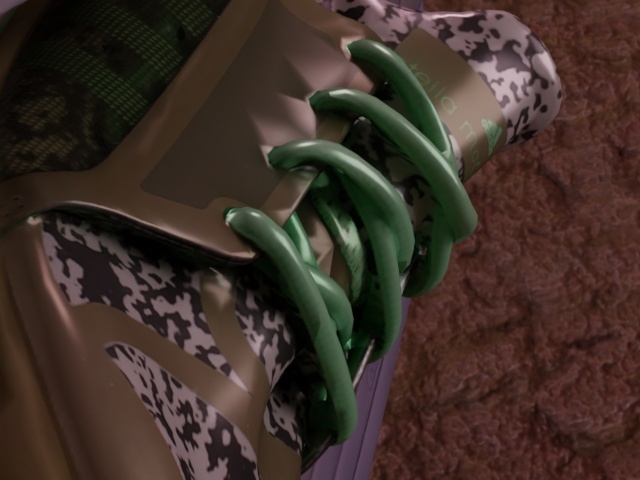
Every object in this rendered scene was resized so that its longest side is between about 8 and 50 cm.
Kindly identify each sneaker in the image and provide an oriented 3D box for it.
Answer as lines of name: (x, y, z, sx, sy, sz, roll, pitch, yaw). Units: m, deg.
sneaker: (-0.016, -0.021, 0.487, 0.410, 0.182, 0.158, -102, 177, -47)

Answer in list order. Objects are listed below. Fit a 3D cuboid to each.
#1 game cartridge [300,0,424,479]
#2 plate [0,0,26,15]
game cartridge: (0.000, 0.000, 0.847, 0.355, 0.068, 0.230, -73, 157, -48)
plate: (-0.081, -0.197, 0.381, 0.277, 0.045, 0.278, 69, 24, -13)
